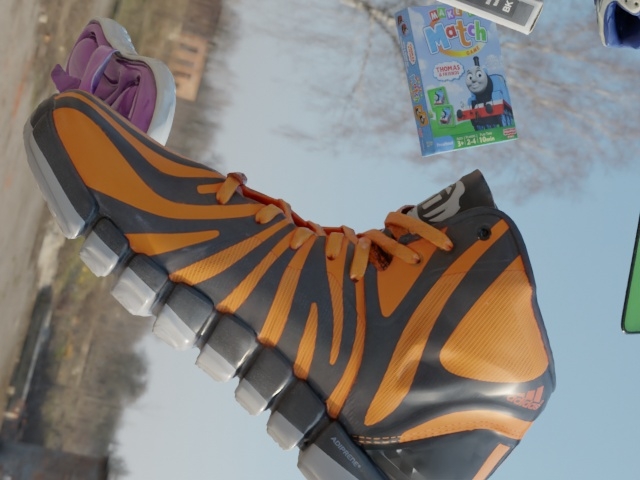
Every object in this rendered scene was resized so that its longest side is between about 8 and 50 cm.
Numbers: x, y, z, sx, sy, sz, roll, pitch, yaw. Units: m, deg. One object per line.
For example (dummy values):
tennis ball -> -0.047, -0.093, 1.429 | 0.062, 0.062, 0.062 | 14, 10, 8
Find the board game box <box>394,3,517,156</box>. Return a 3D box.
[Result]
board game box -> 0.200, -0.239, 1.427 | 0.039, 0.160, 0.211 | -10, -87, 60

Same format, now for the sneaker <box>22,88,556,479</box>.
sneaker -> 0.000, 0.000, 0.543 | 0.180, 0.321, 0.124 | -44, -173, 11

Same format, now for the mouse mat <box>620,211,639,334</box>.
mouse mat -> 0.391, 0.024, 1.025 | 0.007, 0.190, 0.152 | 20, -75, 56

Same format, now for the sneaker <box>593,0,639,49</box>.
sneaker -> 0.346, -0.280, 0.936 | 0.296, 0.112, 0.131 | 103, -14, -79

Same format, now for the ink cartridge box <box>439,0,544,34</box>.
ink cartridge box -> 0.123, -0.299, 1.052 | 0.206, 0.208, 0.045 | -87, -164, -63

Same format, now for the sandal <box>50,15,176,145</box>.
sandal -> -0.268, -0.160, 1.122 | 0.169, 0.102, 0.416 | -65, -151, 13
